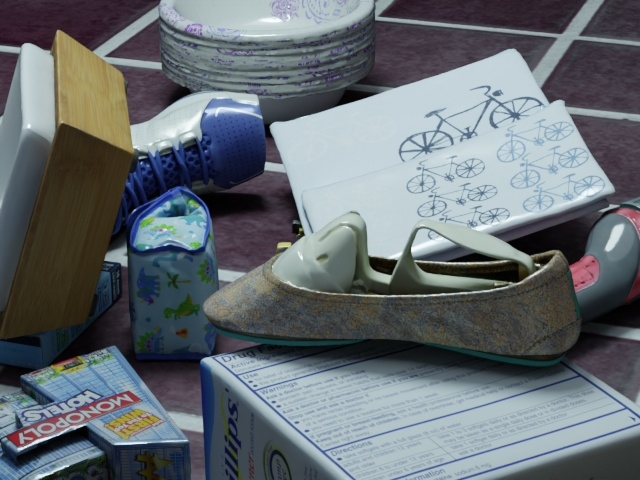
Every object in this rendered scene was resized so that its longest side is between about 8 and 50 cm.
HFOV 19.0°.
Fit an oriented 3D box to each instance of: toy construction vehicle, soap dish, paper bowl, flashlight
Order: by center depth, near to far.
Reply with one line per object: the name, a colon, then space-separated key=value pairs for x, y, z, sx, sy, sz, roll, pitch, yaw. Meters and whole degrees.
soap dish: x=-0.265 y=-0.058 z=1.914 sx=0.118 sy=0.229 sz=0.291 roll=13 pitch=21 yaw=-13
flashlight: x=0.246 y=0.039 z=1.918 sx=0.304 sy=0.103 sz=0.103 roll=-20 pitch=28 yaw=-38
toy construction vehicle: x=0.000 y=0.000 z=2.090 sx=0.098 sy=0.035 sz=0.086 roll=1 pitch=24 yaw=3
paper bowl: x=-0.069 y=-0.248 z=2.510 sx=0.284 sy=0.148 sz=0.284 roll=0 pitch=24 yaw=0

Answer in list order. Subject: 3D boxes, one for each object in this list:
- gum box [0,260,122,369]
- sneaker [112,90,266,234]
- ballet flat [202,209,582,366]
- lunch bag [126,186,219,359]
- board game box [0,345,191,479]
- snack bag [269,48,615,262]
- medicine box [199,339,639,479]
gum box: x=-0.310 y=0.064 z=1.943 sx=0.157 sy=0.041 sz=0.184 roll=8 pitch=26 yaw=17
sneaker: x=-0.214 y=-0.066 z=2.159 sx=0.315 sy=0.127 sz=0.182 roll=-8 pitch=28 yaw=1
ballet flat: x=0.057 y=0.031 z=1.570 sx=0.316 sy=0.106 sz=0.107 roll=3 pitch=24 yaw=9
lunch bag: x=-0.145 y=0.031 z=1.909 sx=0.096 sy=0.129 sz=0.151 roll=2 pitch=25 yaw=3
board game box: x=-0.208 y=0.177 z=1.668 sx=0.194 sy=0.060 sz=0.194 roll=-18 pitch=29 yaw=-34
snack bag: x=0.123 y=-0.090 z=2.098 sx=0.323 sy=0.037 sz=0.342 roll=-18 pitch=37 yaw=0
medicine box: x=0.082 y=0.181 z=1.545 sx=0.263 sy=0.149 sz=0.289 roll=-13 pitch=27 yaw=-27
